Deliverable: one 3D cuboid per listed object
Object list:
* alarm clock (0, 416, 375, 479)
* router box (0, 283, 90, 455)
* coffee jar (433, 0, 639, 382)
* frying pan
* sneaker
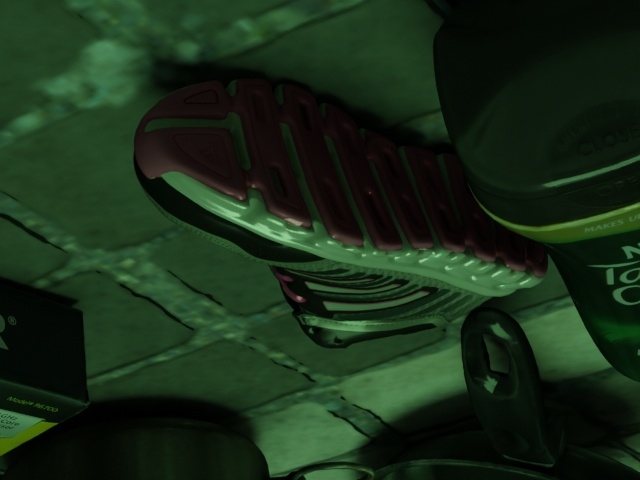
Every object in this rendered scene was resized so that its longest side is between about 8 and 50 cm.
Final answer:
[{"bbox_3d":[-0.068,0.124,0.706,0.192,0.064,0.129,-11,151,10],"label":"alarm clock"},{"bbox_3d":[-0.197,0.047,0.554,0.133,0.046,0.179,-31,143,34],"label":"router box"},{"bbox_3d":[0.107,-0.020,0.479,0.096,0.079,0.184,-20,148,19],"label":"coffee jar"},{"bbox_3d":[0.081,0.114,0.722,0.197,0.053,0.326,-4,140,38],"label":"frying pan"},{"bbox_3d":[0.000,0.000,0.502,0.170,0.063,0.075,14,138,-42],"label":"sneaker"}]
